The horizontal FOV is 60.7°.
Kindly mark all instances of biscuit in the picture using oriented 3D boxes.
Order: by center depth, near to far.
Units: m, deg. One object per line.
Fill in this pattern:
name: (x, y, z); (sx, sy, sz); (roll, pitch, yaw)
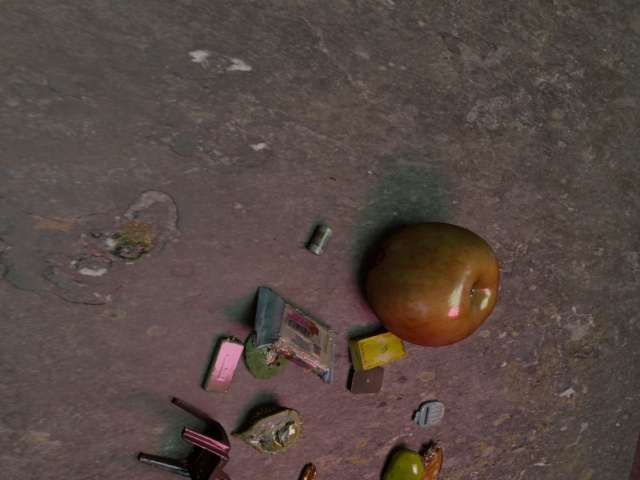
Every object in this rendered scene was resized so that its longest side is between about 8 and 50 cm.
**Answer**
biscuit: (-0.069, 0.276, 1.553); (0.309, 0.079, 0.186); (39, 42, -33)

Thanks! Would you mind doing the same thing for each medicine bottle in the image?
medicine bottle: (0.000, 0.000, 1.592); (0.047, 0.047, 0.083); (32, 82, -33)

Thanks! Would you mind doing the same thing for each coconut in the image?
coconut: (-0.149, 0.340, 1.563); (0.158, 0.055, 0.133); (25, 84, -32)

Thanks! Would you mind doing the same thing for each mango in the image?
mango: (0.293, 0.810, 1.912); (0.117, 0.089, 0.163); (27, 94, 10)

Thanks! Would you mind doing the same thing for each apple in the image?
apple: (0.350, 0.132, 1.669); (0.391, 0.346, 0.392); (-7, 102, -34)

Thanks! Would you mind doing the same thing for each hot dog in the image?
hot dog: (-0.045, 0.767, 1.732); (0.049, 0.037, 0.122); (24, 81, -22)

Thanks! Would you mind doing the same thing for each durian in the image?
durian: (-0.154, 0.549, 1.586); (0.208, 0.102, 0.147); (-10, 104, -7)

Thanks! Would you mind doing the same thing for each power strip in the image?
power strip: (-0.265, 0.338, 1.504); (0.076, 0.028, 0.169); (21, 90, -34)

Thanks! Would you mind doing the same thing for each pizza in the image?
pizza: (0.371, 0.840, 2.003); (0.195, 0.052, 0.185); (-15, 115, -34)

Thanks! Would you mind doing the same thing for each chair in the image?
chair: (-0.290, 0.593, 1.454); (0.326, 0.175, 0.183); (36, 88, -29)

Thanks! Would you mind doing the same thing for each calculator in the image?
calculator: (0.396, 0.633, 1.993); (0.152, 0.021, 0.095); (3, 98, -34)

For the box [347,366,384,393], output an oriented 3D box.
box: (0.147, 0.454, 1.791); (0.126, 0.031, 0.091); (6, 97, -33)

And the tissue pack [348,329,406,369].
tissue pack: (0.185, 0.349, 1.760); (0.175, 0.062, 0.095); (-8, 85, -30)
